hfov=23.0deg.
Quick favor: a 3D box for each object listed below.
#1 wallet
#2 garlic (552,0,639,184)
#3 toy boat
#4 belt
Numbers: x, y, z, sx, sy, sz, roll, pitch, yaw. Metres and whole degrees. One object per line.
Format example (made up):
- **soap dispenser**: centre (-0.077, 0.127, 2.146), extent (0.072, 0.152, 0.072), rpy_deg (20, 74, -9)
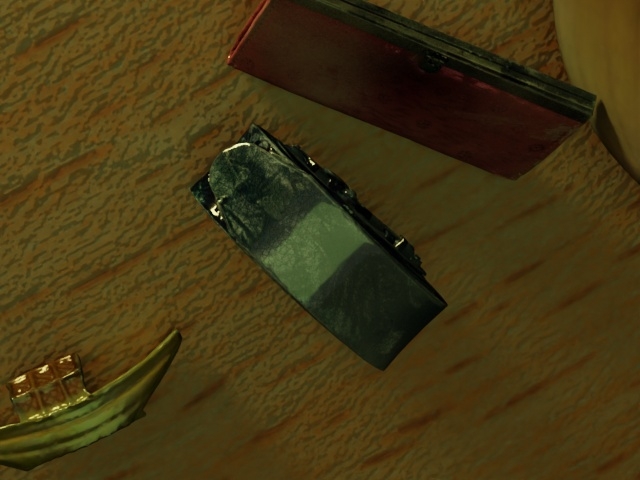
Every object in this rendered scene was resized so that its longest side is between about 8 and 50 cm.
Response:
- **wallet**: centre (0.058, -0.109, 1.073), extent (0.232, 0.119, 0.025), rpy_deg (20, 64, -13)
- **garlic**: centre (0.299, -0.144, 1.042), extent (0.231, 0.246, 0.340), rpy_deg (-28, 108, -19)
- **toy boat**: centre (-0.173, 0.113, 1.114), extent (0.172, 0.065, 0.066), rpy_deg (-25, 87, -5)
- **belt**: centre (0.000, 0.000, 1.069), extent (0.190, 0.141, 0.082), rpy_deg (43, 93, -13)
